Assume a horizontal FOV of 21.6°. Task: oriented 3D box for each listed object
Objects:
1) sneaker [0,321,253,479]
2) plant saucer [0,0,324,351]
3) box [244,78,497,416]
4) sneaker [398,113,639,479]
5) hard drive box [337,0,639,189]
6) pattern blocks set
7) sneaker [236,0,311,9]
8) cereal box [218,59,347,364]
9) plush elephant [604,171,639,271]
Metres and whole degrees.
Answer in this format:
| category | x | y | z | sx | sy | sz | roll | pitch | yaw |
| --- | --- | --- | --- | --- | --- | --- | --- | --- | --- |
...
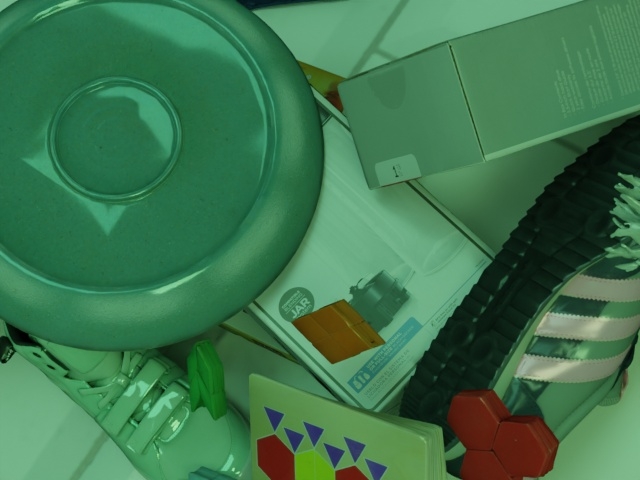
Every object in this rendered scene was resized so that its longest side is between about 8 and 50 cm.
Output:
| category | x | y | z | sx | sy | sz | roll | pitch | yaw |
| --- | --- | --- | --- | --- | --- | --- | --- | --- | --- |
| sneaker | -0.167 | 0.124 | 1.387 | 0.256 | 0.151 | 0.094 | 32 | 83 | 34 |
| plant saucer | -0.155 | -0.073 | 1.294 | 0.317 | 0.044 | 0.318 | 0 | 73 | -1 |
| box | 0.000 | 0.000 | 1.342 | 0.169 | 0.087 | 0.290 | -44 | 70 | -3 |
| sneaker | 0.196 | 0.048 | 1.234 | 0.319 | 0.131 | 0.112 | -50 | 33 | 8 |
| hard drive box | 0.158 | -0.120 | 1.246 | 0.232 | 0.181 | 0.089 | -18 | 93 | -24 |
| pattern blocks set | 0.023 | 0.179 | 1.230 | 0.324 | 0.026 | 0.285 | 25 | 122 | 34 |
| sneaker | -0.062 | -0.272 | 1.567 | 0.232 | 0.081 | 0.090 | 1 | 65 | 21 |
| cereal box | -0.026 | -0.030 | 1.445 | 0.173 | 0.047 | 0.240 | 23 | 79 | 32 |
| plush elephant | 0.354 | -0.009 | 1.090 | 0.330 | 0.272 | 0.255 | 28 | 40 | 4 |
